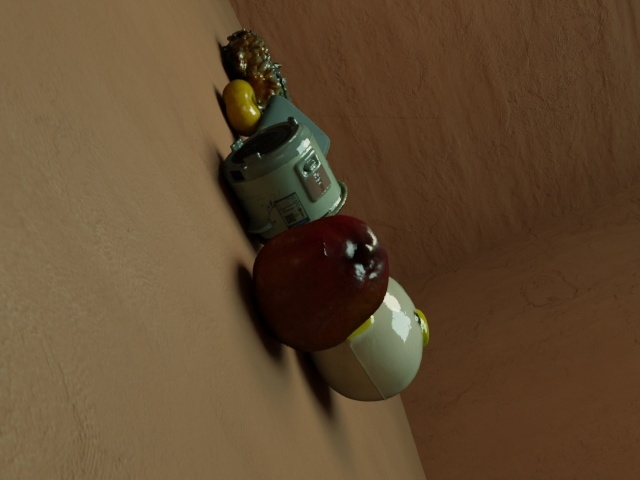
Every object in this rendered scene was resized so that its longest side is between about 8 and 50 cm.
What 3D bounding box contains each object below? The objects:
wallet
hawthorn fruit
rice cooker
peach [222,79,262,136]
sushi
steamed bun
[{"bbox_3d":[-0.092,-0.250,2.012,0.252,0.083,0.361,35,48,-25],"label":"wallet"},{"bbox_3d":[0.005,0.082,1.443,0.295,0.311,0.295,44,14,-14],"label":"hawthorn fruit"},{"bbox_3d":[-0.085,-0.131,1.683,0.316,0.264,0.317,2,87,-48],"label":"rice cooker"},{"bbox_3d":[-0.235,-0.398,2.062,0.179,0.103,0.179,-18,90,-89],"label":"peach"},{"bbox_3d":[-0.225,-0.607,2.571,0.417,0.175,0.418,-23,90,-84],"label":"sushi"},{"bbox_3d":[0.109,0.238,1.760,0.374,0.333,0.334,-113,177,-60],"label":"steamed bun"}]
